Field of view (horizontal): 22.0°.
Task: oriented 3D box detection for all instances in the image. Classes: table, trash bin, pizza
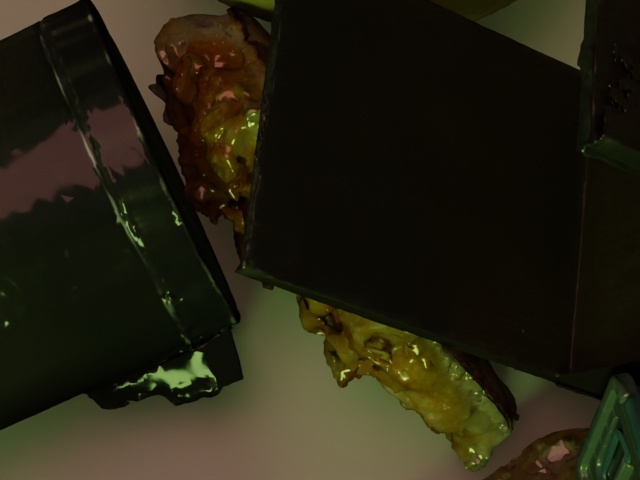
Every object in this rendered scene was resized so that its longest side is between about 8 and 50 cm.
[{"bbox_3d":[0.150,-0.056,0.759,0.282,0.250,0.196,19,68,-29],"label":"table"},{"bbox_3d":[-0.220,0.021,0.911,0.301,0.203,0.252,-25,100,-2],"label":"trash bin"},{"bbox_3d":[0.000,0.000,0.906,0.085,0.161,0.305,-36,83,10],"label":"pizza"}]

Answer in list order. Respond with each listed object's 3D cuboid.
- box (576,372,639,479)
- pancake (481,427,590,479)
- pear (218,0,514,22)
[{"bbox_3d":[0.168,0.116,0.815,0.054,0.099,0.074,-4,52,-10],"label":"box"},{"bbox_3d":[0.178,0.272,0.816,0.387,0.082,0.387,-6,61,11],"label":"pancake"},{"bbox_3d":[0.029,-0.279,0.935,0.348,0.348,0.348,-3,68,7],"label":"pear"}]
